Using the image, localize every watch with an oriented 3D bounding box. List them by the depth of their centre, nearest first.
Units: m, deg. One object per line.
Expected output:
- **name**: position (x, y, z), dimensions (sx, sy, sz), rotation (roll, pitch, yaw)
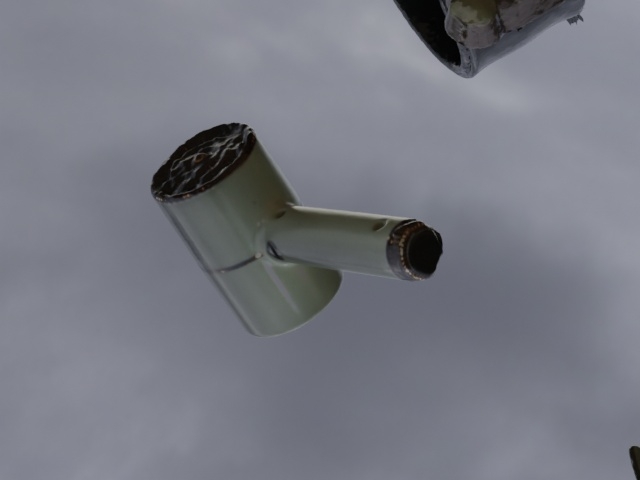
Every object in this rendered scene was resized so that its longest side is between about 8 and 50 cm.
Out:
- **watch**: position (0.162, -0.320, 1.951), dimensions (0.314, 0.327, 0.335), rotation (-33, -112, -4)

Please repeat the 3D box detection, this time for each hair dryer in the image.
- **hair dryer**: position (0.000, 0.000, 1.760), dimensions (0.362, 0.203, 0.128), rotation (8, -132, 50)

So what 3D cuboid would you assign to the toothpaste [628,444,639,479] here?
- **toothpaste**: position (0.473, 0.281, 1.707), dimensions (0.392, 0.061, 0.099), rotation (20, -154, -14)
